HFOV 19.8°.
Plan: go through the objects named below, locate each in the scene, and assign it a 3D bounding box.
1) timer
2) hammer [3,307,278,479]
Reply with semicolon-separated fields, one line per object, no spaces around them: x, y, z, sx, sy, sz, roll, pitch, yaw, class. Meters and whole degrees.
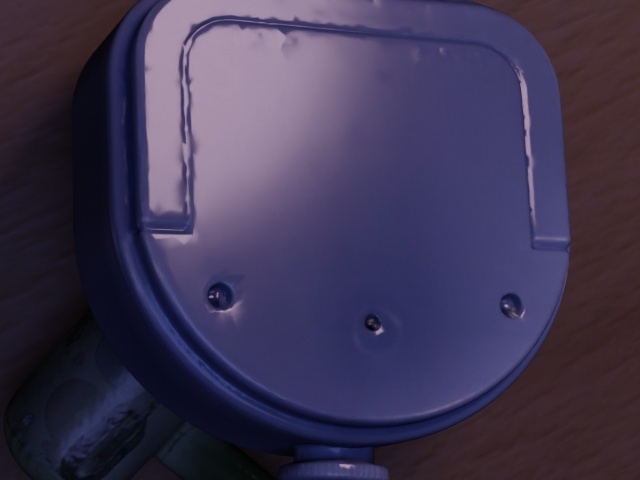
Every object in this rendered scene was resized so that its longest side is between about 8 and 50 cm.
0.000;0.000;1.372;0.395;0.173;0.395;6;76;-24;timer
-0.085;0.180;1.496;0.206;0.119;0.335;-46;114;2;hammer
